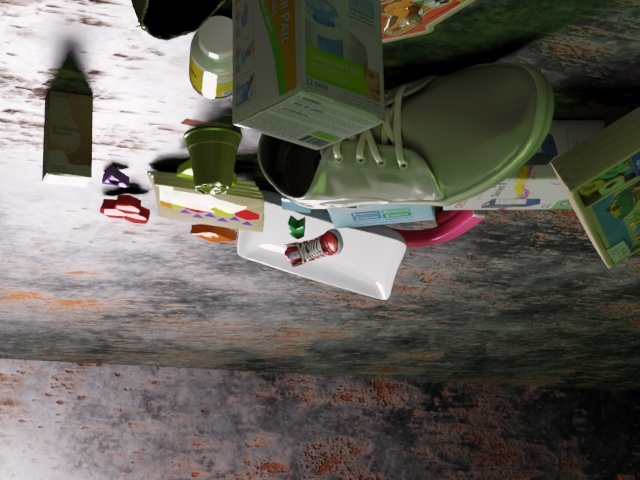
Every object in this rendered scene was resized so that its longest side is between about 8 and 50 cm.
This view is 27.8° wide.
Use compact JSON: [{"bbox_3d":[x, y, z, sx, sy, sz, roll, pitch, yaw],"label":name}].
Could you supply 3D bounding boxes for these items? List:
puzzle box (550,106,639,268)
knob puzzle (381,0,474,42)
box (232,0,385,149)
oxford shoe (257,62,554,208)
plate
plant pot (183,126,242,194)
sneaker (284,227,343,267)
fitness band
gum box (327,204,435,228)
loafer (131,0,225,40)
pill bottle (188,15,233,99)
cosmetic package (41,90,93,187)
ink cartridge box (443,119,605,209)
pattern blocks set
[{"bbox_3d":[0.475,-0.098,1.773,0.272,0.052,0.409,-33,157,9],"label":"puzzle box"},{"bbox_3d":[0.050,-0.250,1.436,0.213,0.030,0.213,-2,164,-1],"label":"knob puzzle"},{"bbox_3d":[-0.013,-0.208,1.262,0.114,0.203,0.103,15,156,-40],"label":"box"},{"bbox_3d":[0.090,-0.127,1.641,0.449,0.169,0.130,-10,161,41],"label":"oxford shoe"},{"bbox_3d":[0.000,0.000,2.136,0.278,0.045,0.277,17,158,3],"label":"plate"},{"bbox_3d":[-0.151,-0.108,1.812,0.083,0.079,0.083,-2,163,-1],"label":"plant pot"},{"bbox_3d":[-0.014,0.013,2.026,0.067,0.042,0.118,-15,175,-28],"label":"sneaker"},{"bbox_3d":[0.147,-0.048,2.104,0.209,0.054,0.291,4,162,-19],"label":"fitness band"},{"bbox_3d":[0.079,-0.087,1.902,0.157,0.041,0.184,-5,149,12],"label":"gum box"},{"bbox_3d":[-0.072,-0.279,1.138,0.134,0.130,0.366,5,162,-24],"label":"loafer"},{"bbox_3d":[-0.118,-0.212,1.485,0.065,0.065,0.116,0,163,-8],"label":"pill bottle"},{"bbox_3d":[-0.324,-0.130,1.654,0.060,0.115,0.041,4,162,-22],"label":"cosmetic package"},{"bbox_3d":[0.287,-0.106,1.849,0.213,0.093,0.154,1,164,-5],"label":"ink cartridge box"},{"bbox_3d":[-0.174,-0.061,1.985,0.325,0.026,0.285,12,159,-8],"label":"pattern blocks set"}]
